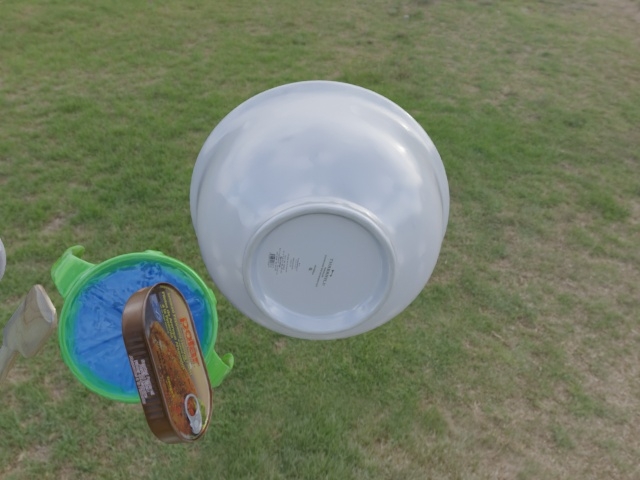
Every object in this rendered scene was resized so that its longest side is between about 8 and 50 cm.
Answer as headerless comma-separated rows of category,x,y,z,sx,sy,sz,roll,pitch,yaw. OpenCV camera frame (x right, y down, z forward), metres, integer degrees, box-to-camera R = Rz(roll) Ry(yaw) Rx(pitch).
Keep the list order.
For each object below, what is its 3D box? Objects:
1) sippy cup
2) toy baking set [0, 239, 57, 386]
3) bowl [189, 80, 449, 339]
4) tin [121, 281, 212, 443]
sippy cup,-0.303,0.134,0.818,0.240,0.306,0.224,-17,4,-14
toy baking set,-0.295,0.062,0.345,0.256,0.197,0.030,22,13,25
bowl,0.000,0.000,0.480,0.297,0.298,0.134,2,28,-2
tin,-0.179,0.145,0.554,0.040,0.190,0.106,-15,1,16
